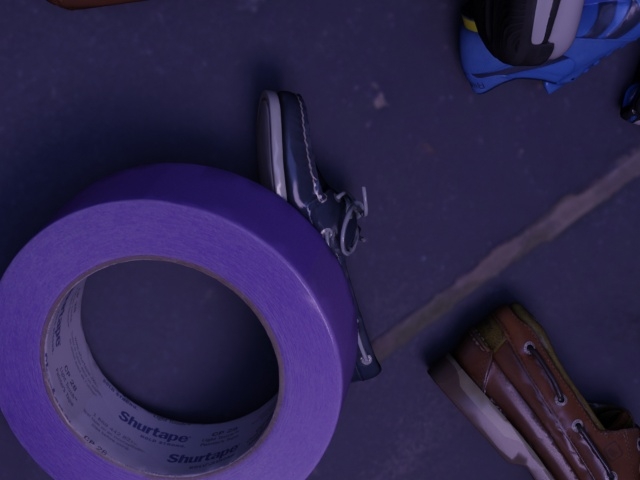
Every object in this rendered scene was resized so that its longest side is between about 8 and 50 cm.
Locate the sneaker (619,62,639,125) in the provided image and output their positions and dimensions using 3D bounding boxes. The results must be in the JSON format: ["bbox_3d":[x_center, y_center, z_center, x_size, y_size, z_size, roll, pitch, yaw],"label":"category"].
[{"bbox_3d":[0.309,-0.077,1.179,0.121,0.079,0.217,0,91,-4],"label":"sneaker"}]

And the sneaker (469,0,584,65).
[{"bbox_3d":[0.265,-0.328,0.997,0.257,0.169,0.447,9,101,-14],"label":"sneaker"}]

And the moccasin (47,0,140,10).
[{"bbox_3d":[-0.042,-0.265,1.061,0.380,0.147,0.139,-10,99,-7],"label":"moccasin"}]

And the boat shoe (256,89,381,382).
[{"bbox_3d":[0.000,0.000,1.136,0.079,0.095,0.254,-10,101,-4],"label":"boat shoe"}]

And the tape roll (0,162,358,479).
[{"bbox_3d":[-0.112,0.083,1.091,0.274,0.090,0.275,3,111,9],"label":"tape roll"}]

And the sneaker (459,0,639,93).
[{"bbox_3d":[0.214,-0.172,1.158,0.209,0.069,0.082,-14,120,-8],"label":"sneaker"}]

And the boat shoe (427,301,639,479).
[{"bbox_3d":[0.229,0.185,1.187,0.104,0.111,0.307,-43,102,2],"label":"boat shoe"}]
